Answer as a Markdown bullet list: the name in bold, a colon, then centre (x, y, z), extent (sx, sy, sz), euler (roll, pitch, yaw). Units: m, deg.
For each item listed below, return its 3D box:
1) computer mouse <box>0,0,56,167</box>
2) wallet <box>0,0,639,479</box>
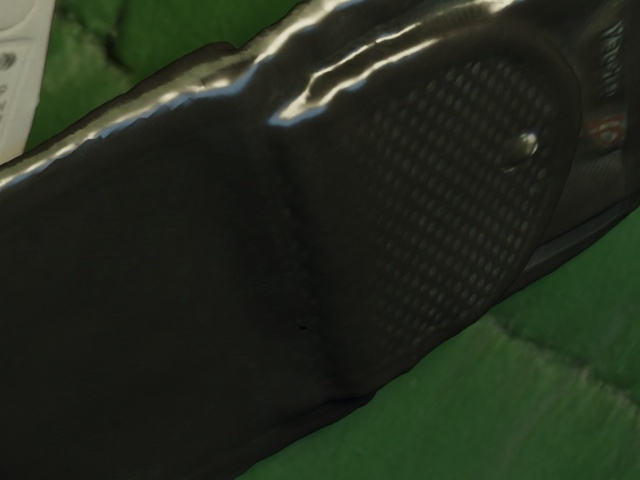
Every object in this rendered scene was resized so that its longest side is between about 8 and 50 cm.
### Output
- **computer mouse**: centre (-0.171, -0.093, 0.611), extent (0.184, 0.121, 0.297), euler (-19, 145, -39)
- **wallet**: centre (0.000, 0.000, 0.768), extent (0.323, 0.041, 0.247), euler (-27, 144, -11)
